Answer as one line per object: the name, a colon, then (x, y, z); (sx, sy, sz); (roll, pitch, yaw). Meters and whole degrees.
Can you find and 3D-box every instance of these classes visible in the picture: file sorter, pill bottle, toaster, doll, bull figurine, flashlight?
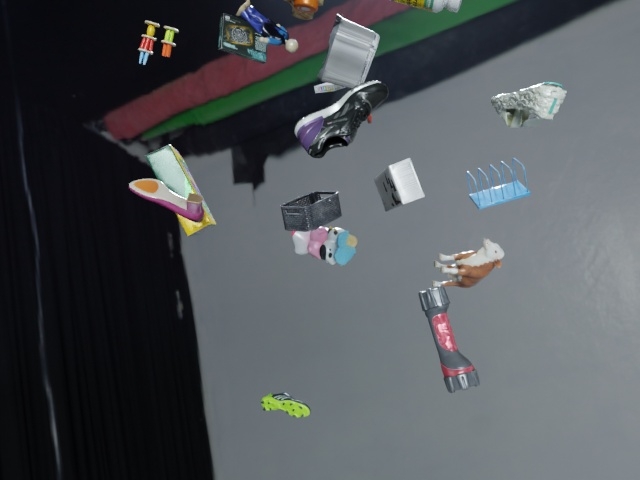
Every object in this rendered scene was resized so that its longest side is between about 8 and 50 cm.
file sorter: (0.577, -0.190, 1.916); (0.170, 0.105, 0.118); (-16, 23, 5)
pill bottle: (0.301, -0.717, 1.657); (0.208, 0.118, 0.117); (20, -5, 10)
toaster: (0.090, -0.580, 1.811); (0.146, 0.129, 0.227); (18, -47, -3)
doll: (-0.145, -0.590, 1.639); (0.189, 0.129, 0.046); (35, -47, -11)
bull figurine: (0.473, 0.086, 1.897); (0.188, 0.101, 0.310); (1, -23, 2)
flashlight: (0.376, 0.286, 1.717); (0.103, 0.304, 0.103); (-16, -11, 9)

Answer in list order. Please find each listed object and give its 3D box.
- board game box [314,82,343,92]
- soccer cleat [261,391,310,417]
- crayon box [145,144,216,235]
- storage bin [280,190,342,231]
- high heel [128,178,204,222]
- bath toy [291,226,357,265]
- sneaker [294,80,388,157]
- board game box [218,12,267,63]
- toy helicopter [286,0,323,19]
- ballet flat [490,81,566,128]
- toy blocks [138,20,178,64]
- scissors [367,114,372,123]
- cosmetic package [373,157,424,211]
board game box: (0.066, -0.590, 2.207); (0.103, 0.026, 0.154); (8, 28, 45)
soccer cleat: (-0.101, 0.499, 1.799); (0.178, 0.060, 0.072); (1, 19, 31)
crayon box: (-0.513, -0.175, 2.193); (0.106, 0.313, 0.363); (-26, 4, -6)
storage bin: (-0.028, -0.096, 1.894); (0.122, 0.085, 0.180); (5, 23, 39)
high heel: (-0.494, -0.123, 1.883); (0.243, 0.082, 0.117); (10, -39, -6)
bath toy: (0.000, 0.000, 2.431); (0.348, 0.129, 0.151); (10, 52, 51)
sneaker: (0.078, -0.319, 1.602); (0.283, 0.124, 0.107); (-31, -29, 2)
board game box: (-0.272, -0.714, 2.074); (0.186, 0.126, 0.026); (6, -3, -38)
toy helicopter: (-0.100, -0.856, 2.072); (0.234, 0.140, 0.355); (9, 3, 6)
ballet flat: (0.690, -0.452, 2.008); (0.146, 0.147, 0.409); (-10, 8, -4)
toy blocks: (-0.580, -0.689, 2.077); (0.123, 0.148, 0.054); (15, 6, -3)
scissors: (0.186, -0.514, 2.234); (0.021, 0.109, 0.297); (-9, 4, 2)
cosmetic package: (0.189, -0.133, 1.456); (0.060, 0.099, 0.239); (-19, -1, -4)
